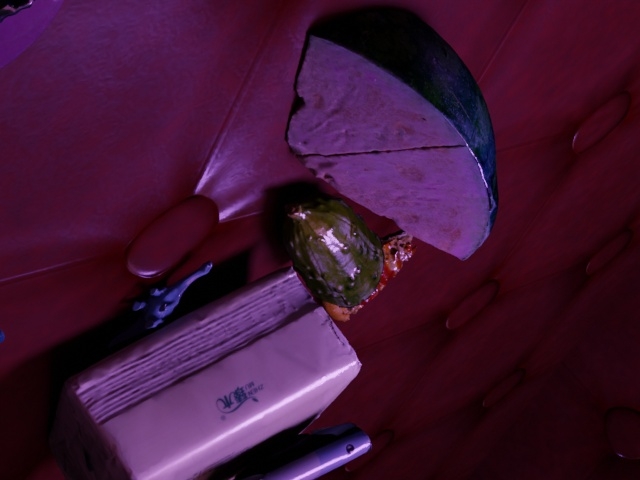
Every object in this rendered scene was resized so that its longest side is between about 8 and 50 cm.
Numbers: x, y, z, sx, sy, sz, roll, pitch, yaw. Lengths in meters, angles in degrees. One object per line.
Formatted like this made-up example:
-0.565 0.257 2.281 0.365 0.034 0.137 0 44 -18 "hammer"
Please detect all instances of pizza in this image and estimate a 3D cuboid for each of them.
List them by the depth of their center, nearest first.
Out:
0.088 0.053 2.205 0.199 0.062 0.188 -37 159 -10 "pizza"

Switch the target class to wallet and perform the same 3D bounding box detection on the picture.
-0.060 0.319 1.888 0.231 0.069 0.170 -21 177 -35 "wallet"

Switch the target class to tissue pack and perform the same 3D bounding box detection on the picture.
-0.172 0.233 1.917 0.380 0.207 0.297 -28 165 -26 "tissue pack"

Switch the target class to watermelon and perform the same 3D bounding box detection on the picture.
0.124 -0.175 1.765 0.292 0.319 0.222 118 -4 -52 "watermelon"

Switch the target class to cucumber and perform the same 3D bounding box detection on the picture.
0.002 -0.003 1.915 0.134 0.134 0.244 -41 152 1 "cucumber"

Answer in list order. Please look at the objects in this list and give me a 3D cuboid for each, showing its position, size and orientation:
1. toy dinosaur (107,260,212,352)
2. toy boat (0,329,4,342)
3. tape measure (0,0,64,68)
-0.220 0.092 1.825 0.197 0.045 0.080 -41 170 15 "toy dinosaur"
-0.452 0.146 1.508 0.215 0.102 0.088 -27 156 -29 "toy boat"
-0.311 -0.209 1.029 0.245 0.149 0.231 -40 156 1 "tape measure"
